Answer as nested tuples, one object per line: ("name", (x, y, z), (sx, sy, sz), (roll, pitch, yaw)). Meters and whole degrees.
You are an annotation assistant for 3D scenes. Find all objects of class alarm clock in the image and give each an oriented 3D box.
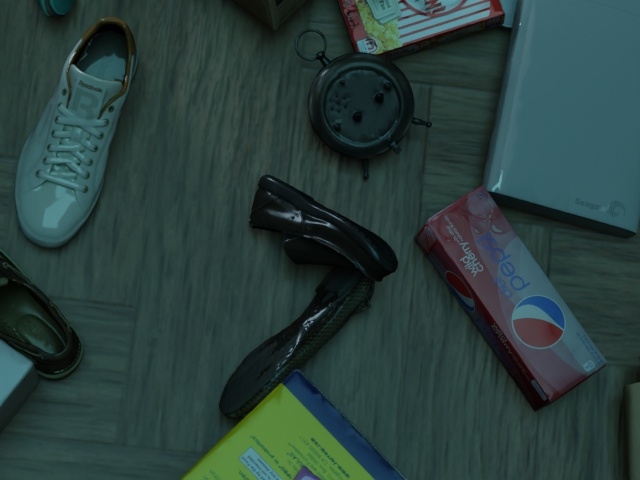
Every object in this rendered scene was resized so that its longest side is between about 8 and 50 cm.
("alarm clock", (0.037, -0.180, 1.979), (0.129, 0.064, 0.192), (-40, 93, 3))

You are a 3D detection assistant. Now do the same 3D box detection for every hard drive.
("hard drive", (0.325, -0.176, 2.027), (0.203, 0.040, 0.307), (15, 75, -11))

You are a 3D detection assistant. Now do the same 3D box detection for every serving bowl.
("serving bowl", (0.244, -0.307, 2.074), (0.083, 0.027, 0.083), (2, 75, -6))

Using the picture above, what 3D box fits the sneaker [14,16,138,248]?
("sneaker", (-0.295, -0.137, 1.926), (0.106, 0.123, 0.290), (16, 76, -4))

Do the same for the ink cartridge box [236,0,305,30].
("ink cartridge box", (-0.080, -0.405, 2.011), (0.235, 0.088, 0.193), (38, 75, 19))

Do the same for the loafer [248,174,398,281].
("loafer", (0.000, 0.000, 1.924), (0.220, 0.080, 0.078), (32, 94, 36))

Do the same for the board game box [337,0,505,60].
("board game box", (0.118, -0.315, 2.040), (0.194, 0.045, 0.146), (-19, 78, 0))

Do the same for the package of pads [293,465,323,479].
("package of pads", (-0.021, 0.282, 1.690), (0.050, 0.032, 0.083), (35, 74, 5))

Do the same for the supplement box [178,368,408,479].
("supplement box", (-0.093, 0.344, 1.785), (0.356, 0.194, 0.195), (-43, 83, -14))

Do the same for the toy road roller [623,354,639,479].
("toy road roller", (0.543, 0.234, 1.906), (0.330, 0.241, 0.202), (-8, 74, 30))

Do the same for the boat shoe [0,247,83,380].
("boat shoe", (-0.380, 0.056, 1.879), (0.257, 0.095, 0.095), (36, 75, 4))

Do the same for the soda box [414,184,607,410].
("soda box", (0.228, 0.070, 1.947), (0.092, 0.083, 0.263), (-33, 82, -13))

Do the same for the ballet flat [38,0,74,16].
("ballet flat", (-0.338, -0.389, 2.017), (0.087, 0.083, 0.247), (3, 74, 20))

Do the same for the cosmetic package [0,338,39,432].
("cosmetic package", (-0.475, 0.172, 1.818), (0.225, 0.138, 0.224), (36, 75, 2))

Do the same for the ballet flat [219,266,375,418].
("ballet flat", (-0.022, 0.125, 1.919), (0.250, 0.084, 0.058), (-47, 120, -17))
